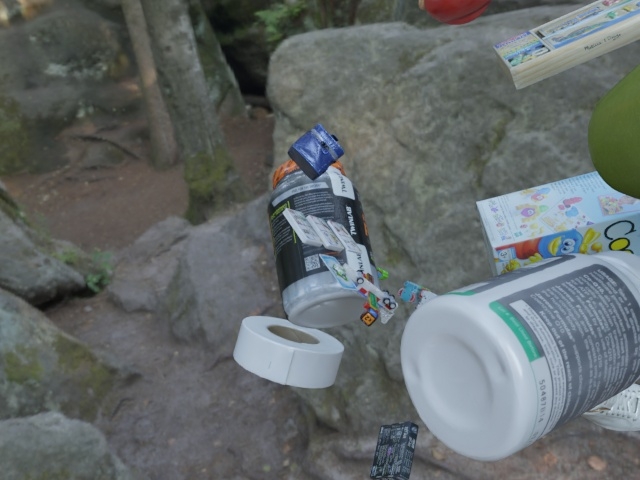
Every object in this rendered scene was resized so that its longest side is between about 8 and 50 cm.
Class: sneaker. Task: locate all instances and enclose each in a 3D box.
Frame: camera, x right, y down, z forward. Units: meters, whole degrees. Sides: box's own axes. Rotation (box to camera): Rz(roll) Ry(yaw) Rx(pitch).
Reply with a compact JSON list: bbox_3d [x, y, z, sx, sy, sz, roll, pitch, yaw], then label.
[{"bbox_3d":[0.591,0.336,1.426,0.290,0.105,0.123,12,-7,-7],"label":"sneaker"}]

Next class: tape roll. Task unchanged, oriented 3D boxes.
[{"bbox_3d":[-0.085,0.294,1.850,0.287,0.100,0.286,16,6,-2],"label":"tape roll"}]

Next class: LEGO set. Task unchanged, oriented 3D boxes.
[{"bbox_3d":[0.040,0.058,1.200,0.183,0.060,0.244,13,35,-55],"label":"LEGO set"}]

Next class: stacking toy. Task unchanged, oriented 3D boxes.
[{"bbox_3d":[0.220,0.128,1.496,0.167,0.052,0.221,23,2,-40],"label":"stacking toy"}]

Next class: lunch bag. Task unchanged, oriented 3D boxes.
[{"bbox_3d":[-0.005,-0.142,1.092,0.065,0.067,0.098,-44,7,-9],"label":"lunch bag"}]

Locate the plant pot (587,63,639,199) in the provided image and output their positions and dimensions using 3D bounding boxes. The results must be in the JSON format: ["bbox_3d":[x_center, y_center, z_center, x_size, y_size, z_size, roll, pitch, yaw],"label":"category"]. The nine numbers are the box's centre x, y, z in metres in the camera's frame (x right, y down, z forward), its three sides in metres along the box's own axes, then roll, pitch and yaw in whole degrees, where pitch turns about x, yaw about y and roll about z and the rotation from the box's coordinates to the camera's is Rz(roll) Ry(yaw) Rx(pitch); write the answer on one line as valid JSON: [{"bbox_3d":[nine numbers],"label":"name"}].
[{"bbox_3d":[0.445,-0.128,0.740,0.275,0.274,0.294,-20,5,-22],"label":"plant pot"}]

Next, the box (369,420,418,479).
[{"bbox_3d":[0.109,0.312,1.025,0.067,0.018,0.083,-26,38,46],"label":"box"}]

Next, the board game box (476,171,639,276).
[{"bbox_3d":[0.413,-0.006,1.127,0.276,0.142,0.144,-14,34,10],"label":"board game box"}]

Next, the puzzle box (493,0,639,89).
[{"bbox_3d":[0.596,-0.464,1.518,0.409,0.052,0.272,-22,21,15],"label":"puzzle box"}]

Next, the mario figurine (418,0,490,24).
[{"bbox_3d":[0.167,-0.453,1.015,0.170,0.198,0.320,7,42,-20],"label":"mario figurine"}]

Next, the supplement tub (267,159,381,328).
[{"bbox_3d":[0.000,0.000,1.478,0.207,0.207,0.337,-11,64,2],"label":"supplement tub"}]

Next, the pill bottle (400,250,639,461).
[{"bbox_3d":[0.300,0.131,0.917,0.361,0.204,0.204,-14,17,-34],"label":"pill bottle"}]
